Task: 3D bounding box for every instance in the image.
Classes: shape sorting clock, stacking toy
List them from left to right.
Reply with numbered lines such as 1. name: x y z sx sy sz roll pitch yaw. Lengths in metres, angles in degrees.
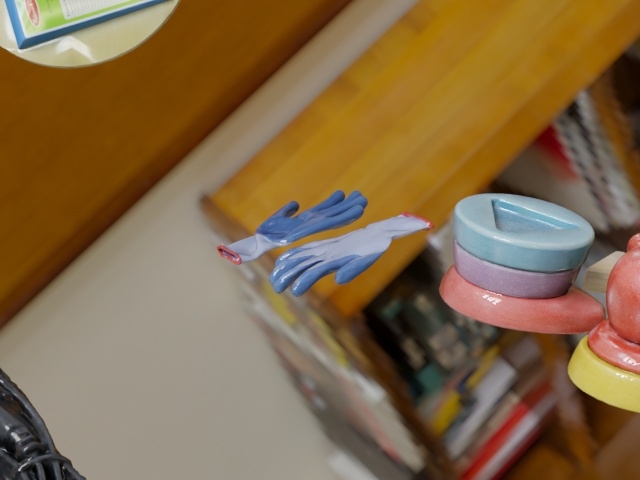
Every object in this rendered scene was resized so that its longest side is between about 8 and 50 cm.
1. shape sorting clock: -0.211 -0.246 1.566 0.206 0.206 0.040 43 170 13
2. stacking toy: 0.284 0.025 1.652 0.309 0.279 0.130 30 118 44

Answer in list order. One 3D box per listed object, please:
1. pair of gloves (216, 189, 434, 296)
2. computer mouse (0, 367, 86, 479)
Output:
1. pair of gloves: 0.000 0.000 1.661 0.198 0.159 0.023 21 130 57
2. computer mouse: -0.233 0.127 0.850 0.188 0.272 0.072 44 138 42
